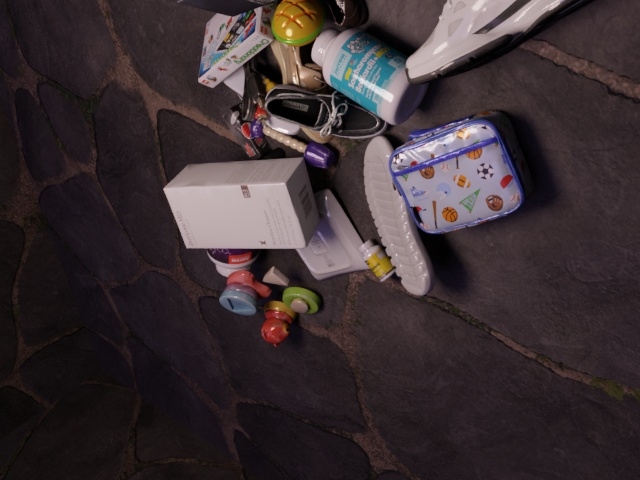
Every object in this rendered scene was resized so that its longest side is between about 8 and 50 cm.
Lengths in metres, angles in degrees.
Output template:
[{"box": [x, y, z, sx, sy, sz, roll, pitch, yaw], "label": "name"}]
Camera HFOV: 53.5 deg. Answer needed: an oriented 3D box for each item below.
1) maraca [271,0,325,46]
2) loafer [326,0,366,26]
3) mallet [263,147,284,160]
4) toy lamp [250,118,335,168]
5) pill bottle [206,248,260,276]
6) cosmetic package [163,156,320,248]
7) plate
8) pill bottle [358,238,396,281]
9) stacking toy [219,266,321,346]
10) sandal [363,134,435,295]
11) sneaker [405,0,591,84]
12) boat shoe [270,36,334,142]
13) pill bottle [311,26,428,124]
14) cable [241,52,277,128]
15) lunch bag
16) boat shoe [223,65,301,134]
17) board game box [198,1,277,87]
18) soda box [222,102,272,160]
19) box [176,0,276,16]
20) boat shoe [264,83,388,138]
[{"box": [-0.048, -0.527, 1.476, 0.127, 0.186, 0.099, 4, 154, 10], "label": "maraca"}, {"box": [0.031, -0.586, 1.437, 0.080, 0.078, 0.220, -17, 105, 50], "label": "loafer"}, {"box": [-0.093, -0.192, 1.897, 0.039, 0.062, 0.190, -13, 122, 50], "label": "mallet"}, {"box": [-0.078, -0.274, 1.780, 0.274, 0.080, 0.080, 27, 134, 28], "label": "toy lamp"}, {"box": [-0.285, -0.036, 2.083, 0.181, 0.181, 0.323, 30, 136, 27], "label": "pill bottle"}, {"box": [-0.217, -0.101, 1.785, 0.384, 0.156, 0.217, -3, 123, 22], "label": "cosmetic package"}, {"box": [0.000, 0.000, 1.911, 0.277, 0.045, 0.278, -17, 110, 49], "label": "plate"}, {"box": [0.161, 0.054, 1.790, 0.116, 0.065, 0.065, 51, 141, 5], "label": "pill bottle"}, {"box": [-0.167, 0.226, 2.103, 0.309, 0.130, 0.279, 37, 144, -29], "label": "stacking toy"}, {"box": [0.212, -0.066, 1.626, 0.169, 0.102, 0.417, -8, 98, 63], "label": "sandal"}, {"box": [0.311, -0.488, 1.195, 0.447, 0.169, 0.258, -24, 91, 43], "label": "sneaker"}, {"box": [-0.027, -0.411, 1.592, 0.110, 0.121, 0.341, -8, 110, 48], "label": "boat shoe"}, {"box": [0.106, -0.387, 1.454, 0.264, 0.146, 0.146, 36, 138, 20], "label": "pill bottle"}, {"box": [-0.170, -0.428, 1.698, 0.139, 0.072, 0.287, -40, 53, 39], "label": "cable"}, {"box": [0.304, -0.152, 1.431, 0.303, 0.115, 0.243, -16, 108, 40], "label": "lunch bag"}, {"box": [-0.150, -0.384, 1.757, 0.301, 0.108, 0.102, 39, -179, 20], "label": "boat shoe"}, {"box": [-0.216, -0.545, 1.651, 0.305, 0.053, 0.193, -17, 63, 50], "label": "board game box"}, {"box": [-0.221, -0.323, 1.908, 0.169, 0.053, 0.060, 56, 141, -4], "label": "soda box"}, {"box": [-0.174, -0.693, 1.417, 0.294, 0.182, 0.297, 3, 94, 44], "label": "box"}, {"box": [0.017, -0.307, 1.529, 0.306, 0.105, 0.113, 16, 115, -6], "label": "boat shoe"}]
